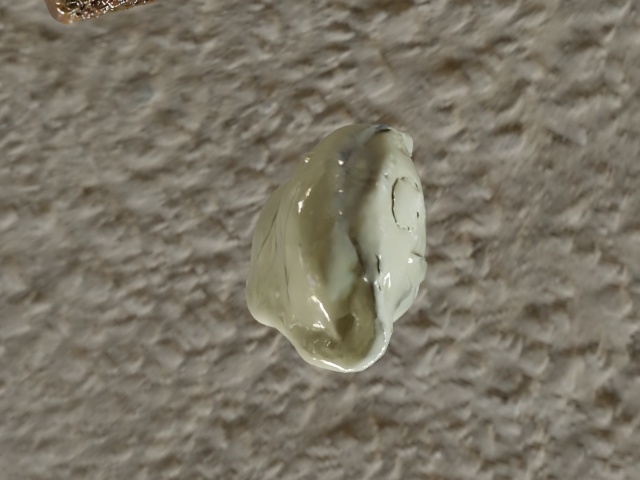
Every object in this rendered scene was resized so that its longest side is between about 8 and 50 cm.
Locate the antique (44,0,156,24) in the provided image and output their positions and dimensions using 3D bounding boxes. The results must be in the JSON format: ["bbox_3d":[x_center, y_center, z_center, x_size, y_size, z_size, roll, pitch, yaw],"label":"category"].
[{"bbox_3d":[-0.124,-0.292,1.430,0.310,0.087,0.093,-22,97,-20],"label":"antique"}]

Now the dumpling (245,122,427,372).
[{"bbox_3d":[0.000,0.000,1.580,0.243,0.318,0.187,-18,129,31],"label":"dumpling"}]
